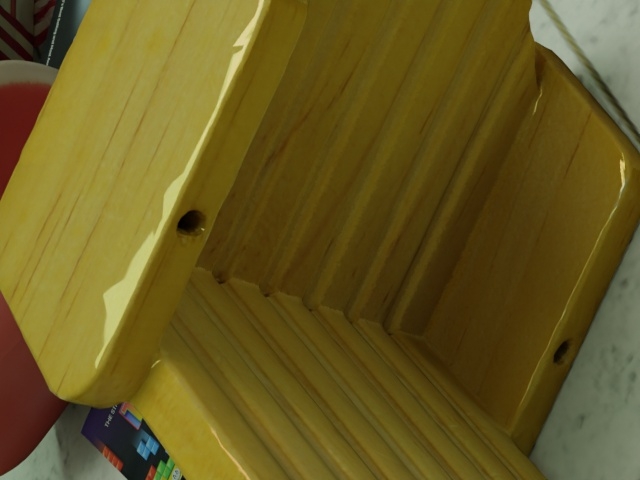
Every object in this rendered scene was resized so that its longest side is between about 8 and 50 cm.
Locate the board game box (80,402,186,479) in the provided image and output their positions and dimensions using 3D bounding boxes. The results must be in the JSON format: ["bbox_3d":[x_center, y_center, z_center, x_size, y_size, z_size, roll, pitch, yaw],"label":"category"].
[{"bbox_3d":[-0.093,0.098,1.236,0.141,0.048,0.170,31,97,50],"label":"board game box"}]

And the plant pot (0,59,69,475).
[{"bbox_3d":[-0.254,0.012,1.280,0.243,0.275,0.275,-40,46,35],"label":"plant pot"}]

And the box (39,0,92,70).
[{"bbox_3d":[-0.116,-0.214,1.387,0.242,0.076,0.307,-1,72,49],"label":"box"}]

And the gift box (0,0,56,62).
[{"bbox_3d":[-0.375,-0.165,1.514,0.276,0.258,0.255,-2,71,13],"label":"gift box"}]

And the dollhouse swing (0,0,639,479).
[{"bbox_3d":[0.075,0.021,0.846,0.305,0.347,0.315,29,95,42],"label":"dollhouse swing"}]
